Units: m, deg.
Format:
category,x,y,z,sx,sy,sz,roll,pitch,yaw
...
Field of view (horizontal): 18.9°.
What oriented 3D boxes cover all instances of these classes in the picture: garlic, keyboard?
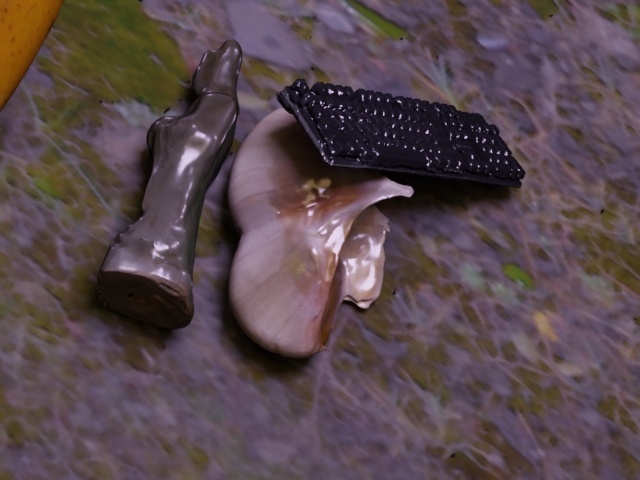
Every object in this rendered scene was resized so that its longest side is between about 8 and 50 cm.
category,x,y,z,sx,sy,sz,roll,pitch,yaw
garlic,-0.008,-0.004,1.337,0.124,0.099,0.174,11,71,-6
keyboard,0.065,-0.073,1.347,0.231,0.023,0.072,4,44,-50

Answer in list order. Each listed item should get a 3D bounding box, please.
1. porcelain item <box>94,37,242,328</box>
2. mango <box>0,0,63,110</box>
category,x,y,z,sx,sy,sz,roll,pitch,yaw
porcelain item,-0.092,-0.051,1.332,0.069,0.081,0.215,13,64,8
mango,-0.259,-0.144,1.257,0.160,0.191,0.290,41,61,-9
